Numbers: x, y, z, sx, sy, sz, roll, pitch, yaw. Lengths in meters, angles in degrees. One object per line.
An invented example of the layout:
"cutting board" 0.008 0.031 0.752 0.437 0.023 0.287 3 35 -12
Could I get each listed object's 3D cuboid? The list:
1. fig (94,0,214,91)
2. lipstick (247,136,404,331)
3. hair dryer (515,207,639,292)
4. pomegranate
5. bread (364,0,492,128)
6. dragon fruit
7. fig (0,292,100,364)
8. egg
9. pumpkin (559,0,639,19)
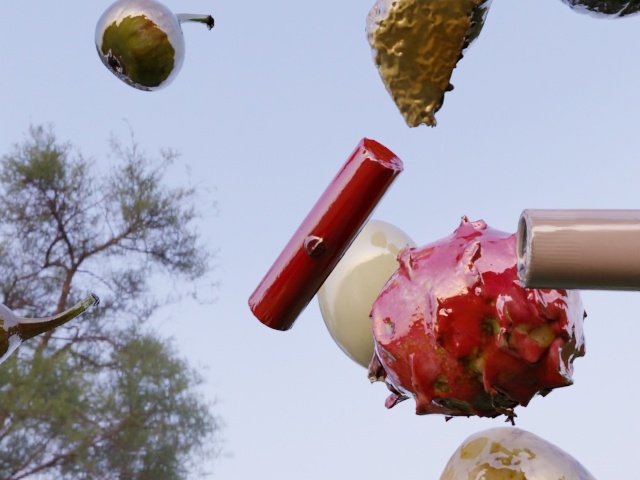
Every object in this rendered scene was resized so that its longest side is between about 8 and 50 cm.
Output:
"fig" -0.263 -0.363 1.098 0.151 0.259 0.151 20 -40 18
"lipstick" 0.001 0.001 0.813 0.073 0.073 0.280 20 -60 -27
"hair dryer" 0.212 -0.055 0.339 0.195 0.054 0.220 0 -47 9
"pomegranate" 0.252 0.359 0.838 0.215 0.215 0.215 -6 -47 -6
"bread" 0.149 -0.319 0.985 0.162 0.204 0.262 17 -64 -5
"dragon fruit" 0.147 0.091 0.685 0.210 0.205 0.268 45 -55 -4
"fig" -0.375 0.105 0.766 0.236 0.124 0.124 -7 -43 -34
"egg" 0.088 0.089 1.065 0.188 0.254 0.188 -4 -20 -1
"pumpkin" 0.412 -0.413 0.901 0.220 0.220 0.162 0 -28 -12
